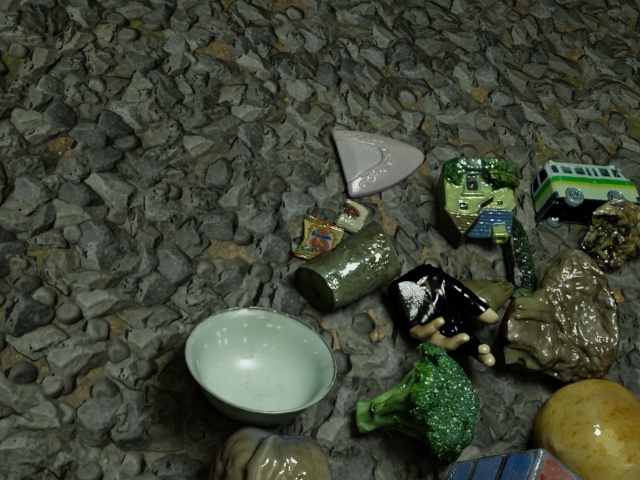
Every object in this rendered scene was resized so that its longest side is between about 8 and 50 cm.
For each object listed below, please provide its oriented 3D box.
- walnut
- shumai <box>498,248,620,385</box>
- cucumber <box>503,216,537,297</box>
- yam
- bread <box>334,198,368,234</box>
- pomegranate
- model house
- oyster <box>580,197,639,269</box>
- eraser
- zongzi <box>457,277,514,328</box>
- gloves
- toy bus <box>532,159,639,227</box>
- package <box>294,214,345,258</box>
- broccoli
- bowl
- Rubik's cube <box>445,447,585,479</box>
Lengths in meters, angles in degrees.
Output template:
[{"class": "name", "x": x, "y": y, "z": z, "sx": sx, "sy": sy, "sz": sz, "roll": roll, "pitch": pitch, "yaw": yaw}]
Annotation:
[{"class": "walnut", "x": -0.097, "y": 0.477, "z": 1.427, "sx": 0.248, "sy": 0.248, "sz": 0.249, "roll": 8, "pitch": 59, "yaw": -13}, {"class": "shumai", "x": 0.550, "y": 0.205, "z": 1.801, "sx": 0.282, "sy": 0.217, "sz": 0.346, "roll": -10, "pitch": 88, "yaw": -5}, {"class": "cucumber", "x": 0.523, "y": 0.049, "z": 1.953, "sx": 0.077, "sy": 0.077, "sz": 0.265, "roll": 9, "pitch": 55, "yaw": -12}, {"class": "yam", "x": 0.080, "y": 0.063, "z": 1.753, "sx": 0.254, "sy": 0.154, "sz": 0.154, "roll": -28, "pitch": 72, "yaw": -22}, {"class": "bread", "x": 0.082, "y": -0.059, "z": 1.902, "sx": 0.070, "sy": 0.035, "sz": 0.083, "roll": 30, "pitch": 54, "yaw": 0}, {"class": "pomegranate", "x": 0.614, "y": 0.452, "z": 1.640, "sx": 0.307, "sy": 0.307, "sz": 0.308, "roll": 8, "pitch": 59, "yaw": -13}, {"class": "model house", "x": 0.413, "y": -0.089, "z": 1.924, "sx": 0.213, "sy": 0.195, "sz": 0.189, "roll": 4, "pitch": 67, "yaw": -1}, {"class": "oyster", "x": 0.813, "y": -0.014, "z": 2.008, "sx": 0.222, "sy": 0.214, "sz": 0.083, "roll": -10, "pitch": 32, "yaw": -14}, {"class": "eraser", "x": 0.167, "y": -0.222, "z": 2.006, "sx": 0.243, "sy": 0.059, "sz": 0.204, "roll": -8, "pitch": 64, "yaw": -16}, {"class": "zongzi", "x": 0.382, "y": 0.117, "z": 1.875, "sx": 0.176, "sy": 0.079, "sz": 0.160, "roll": 41, "pitch": 51, "yaw": 18}, {"class": "gloves", "x": 0.301, "y": 0.182, "z": 1.754, "sx": 0.197, "sy": 0.152, "sz": 0.301, "roll": -30, "pitch": 48, "yaw": -16}, {"class": "toy bus", "x": 0.738, "y": -0.132, "z": 2.087, "sx": 0.275, "sy": 0.134, "sz": 0.165, "roll": 3, "pitch": 58, "yaw": -14}, {"class": "package", "x": 0.000, "y": 0.002, "z": 1.843, "sx": 0.107, "sy": 0.031, "sz": 0.121, "roll": 19, "pitch": 57, "yaw": -8}, {"class": "broccoli", "x": 0.212, "y": 0.370, "z": 1.611, "sx": 0.269, "sy": 0.269, "sz": 0.254, "roll": 33, "pitch": 14, "yaw": 3}, {"class": "bowl", "x": -0.130, "y": 0.291, "z": 1.549, "sx": 0.313, "sy": 0.146, "sz": 0.313, "roll": 8, "pitch": 32, "yaw": -5}, {"class": "Rubik's cube", "x": 0.390, "y": 0.615, "z": 1.425, "sx": 0.303, "sy": 0.301, "sz": 0.305, "roll": 39, "pitch": 59, "yaw": -7}]
